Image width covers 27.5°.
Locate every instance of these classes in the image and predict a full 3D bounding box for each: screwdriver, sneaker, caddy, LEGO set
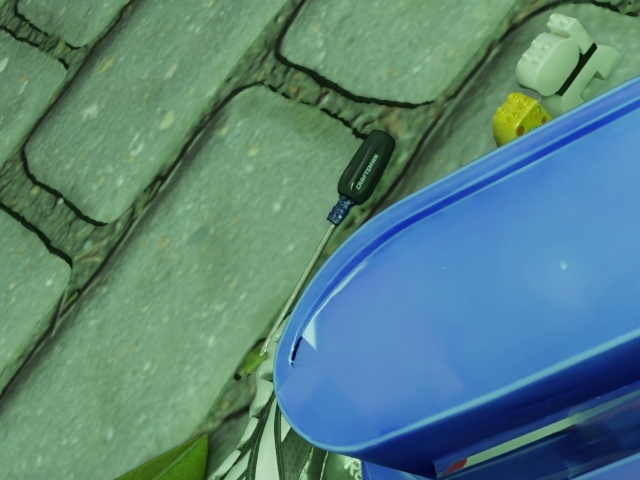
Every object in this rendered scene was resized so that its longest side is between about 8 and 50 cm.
[{"bbox_3d":[0.000,0.000,0.855,0.024,0.025,0.170,21,75,49],"label":"screwdriver"},{"bbox_3d":[-0.007,0.140,0.711,0.106,0.078,0.234,-3,56,44],"label":"sneaker"},{"bbox_3d":[0.149,0.071,0.552,0.341,0.179,0.241,-27,67,24],"label":"caddy"},{"bbox_3d":[0.102,-0.037,0.737,0.227,0.093,0.087,-53,40,-5],"label":"LEGO set"}]

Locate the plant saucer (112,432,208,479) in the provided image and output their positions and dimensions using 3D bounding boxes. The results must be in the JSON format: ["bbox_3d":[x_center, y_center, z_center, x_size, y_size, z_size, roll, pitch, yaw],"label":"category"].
[{"bbox_3d":[-0.163,0.199,0.772,0.188,0.045,0.188,-29,2,22],"label":"plant saucer"}]
